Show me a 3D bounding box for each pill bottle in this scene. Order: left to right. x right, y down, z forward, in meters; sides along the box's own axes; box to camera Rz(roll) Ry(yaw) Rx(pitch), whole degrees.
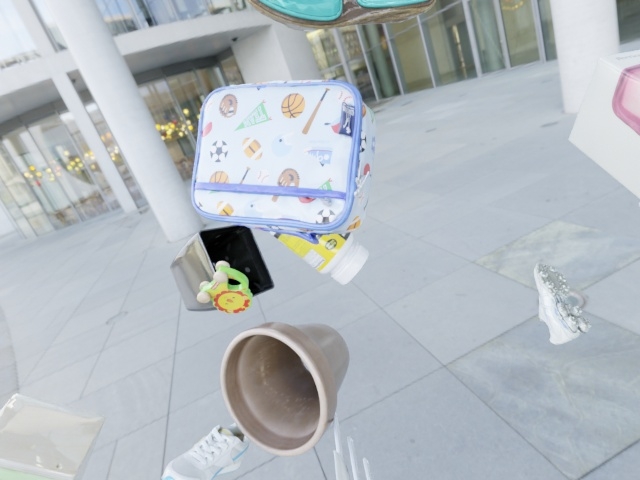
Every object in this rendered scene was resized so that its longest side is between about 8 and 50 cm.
[{"bbox_3d":[0.000,0.000,0.915,0.119,0.208,0.119,-51,5,6],"label":"pill bottle"}]

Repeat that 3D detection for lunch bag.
[{"bbox_3d":[-0.058,-0.123,0.646,0.303,0.243,0.115,7,-2,23],"label":"lunch bag"}]

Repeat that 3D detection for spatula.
[{"bbox_3d":[0.063,0.419,0.713,0.019,0.168,0.242,-34,4,1],"label":"spatula"}]

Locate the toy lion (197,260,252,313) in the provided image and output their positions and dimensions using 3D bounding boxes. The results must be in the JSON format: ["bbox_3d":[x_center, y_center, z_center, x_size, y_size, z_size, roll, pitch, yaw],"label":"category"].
[{"bbox_3d":[-0.161,0.092,0.716,0.100,0.096,0.034,-46,30,31],"label":"toy lion"}]

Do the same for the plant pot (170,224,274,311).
[{"bbox_3d":[-0.261,0.080,1.012,0.167,0.188,0.187,-24,-3,28],"label":"plant pot"}]

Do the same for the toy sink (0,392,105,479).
[{"bbox_3d":[-0.490,0.403,0.670,0.234,0.152,0.131,-61,15,18],"label":"toy sink"}]

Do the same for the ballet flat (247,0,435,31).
[{"bbox_3d":[0.030,-0.416,0.693,0.342,0.116,0.124,-11,7,-12],"label":"ballet flat"}]

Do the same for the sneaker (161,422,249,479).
[{"bbox_3d":[-0.223,0.429,0.808,0.087,0.092,0.228,23,0,22],"label":"sneaker"}]

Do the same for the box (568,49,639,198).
[{"bbox_3d":[0.451,-0.131,0.482,0.148,0.127,0.232,-9,43,-2],"label":"box"}]

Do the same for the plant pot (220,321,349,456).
[{"bbox_3d":[-0.047,0.289,0.885,0.263,0.263,0.229,-9,1,30],"label":"plant pot"}]

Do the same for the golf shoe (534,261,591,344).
[{"bbox_3d":[0.460,0.125,0.809,0.069,0.086,0.176,13,44,-7],"label":"golf shoe"}]
